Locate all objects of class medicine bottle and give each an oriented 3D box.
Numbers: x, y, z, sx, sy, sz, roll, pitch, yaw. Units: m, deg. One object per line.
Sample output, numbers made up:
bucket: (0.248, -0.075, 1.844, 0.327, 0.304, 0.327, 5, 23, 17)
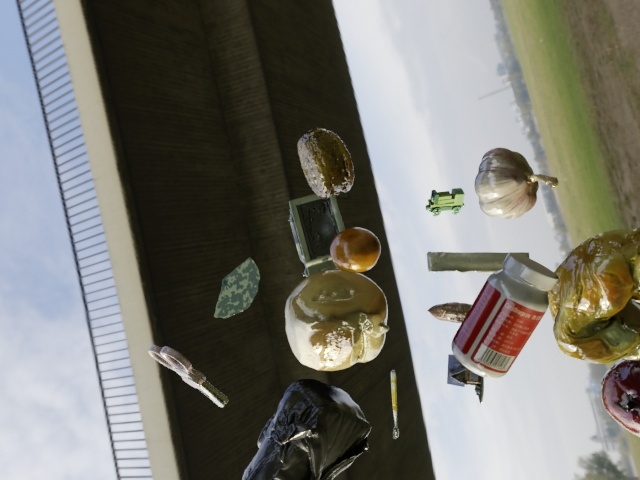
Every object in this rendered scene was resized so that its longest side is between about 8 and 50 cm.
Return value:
medicine bottle: (0.384, 0.158, 1.008, 0.131, 0.131, 0.250, -15, -48, -64)

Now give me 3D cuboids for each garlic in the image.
garlic: (0.645, -0.186, 1.555, 0.245, 0.253, 0.245, 1, -91, -34)

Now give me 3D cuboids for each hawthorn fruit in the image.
hawthorn fruit: (1.094, 0.504, 1.577, 0.316, 0.316, 0.316, 39, -137, -49)

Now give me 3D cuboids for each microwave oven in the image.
microwave oven: (0.000, 0.000, 2.037, 0.286, 0.219, 0.354, 84, 170, -83)

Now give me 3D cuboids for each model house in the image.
model house: (0.398, 0.375, 1.330, 0.167, 0.088, 0.117, 8, -94, -78)

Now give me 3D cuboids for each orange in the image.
orange: (0.107, 0.033, 1.481, 0.156, 0.156, 0.124, -70, -30, -49)

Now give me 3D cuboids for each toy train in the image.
toy train: (0.388, -0.119, 1.487, 0.050, 0.122, 0.081, -101, 8, -50)

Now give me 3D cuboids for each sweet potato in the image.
sweet potato: (0.387, 0.198, 1.328, 0.068, 0.206, 0.060, 11, -107, -53)

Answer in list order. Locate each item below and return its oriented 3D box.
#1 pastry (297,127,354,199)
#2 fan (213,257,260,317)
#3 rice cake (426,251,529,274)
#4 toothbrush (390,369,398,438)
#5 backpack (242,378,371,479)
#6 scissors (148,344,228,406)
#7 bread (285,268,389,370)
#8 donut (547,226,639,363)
pastry: (0.002, -0.258, 1.600, 0.235, 0.132, 0.240, 49, 155, 35)
fan: (-0.289, 0.173, 1.678, 0.240, 0.131, 0.009, -59, -9, -12)
rice cake: (0.393, 0.057, 1.186, 0.052, 0.256, 0.057, 71, -158, -57)
toothbrush: (0.289, 0.644, 1.880, 0.024, 0.021, 0.288, -24, -68, -62)
backpack: (-0.055, 0.656, 1.440, 0.363, 0.255, 0.445, 36, -92, -45)
scissors: (-0.304, 0.327, 1.148, 0.242, 0.118, 0.030, 52, -128, -28)
bread: (0.051, 0.279, 1.685, 0.253, 0.348, 0.376, -94, 0, -46)
donut: (0.711, 0.140, 1.127, 0.360, 0.360, 0.170, 60, -164, -27)
